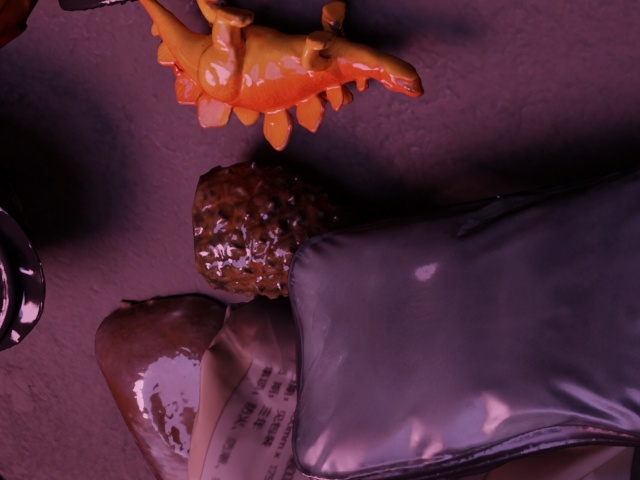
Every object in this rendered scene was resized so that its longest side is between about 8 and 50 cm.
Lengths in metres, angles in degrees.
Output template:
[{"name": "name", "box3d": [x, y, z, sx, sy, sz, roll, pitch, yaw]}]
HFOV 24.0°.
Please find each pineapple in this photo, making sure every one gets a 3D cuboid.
[{"name": "pineapple", "box3d": [0.000, 0.000, 1.149, 0.198, 0.108, 0.108, 10, 127, 9]}]

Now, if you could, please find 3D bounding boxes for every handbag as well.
[{"name": "handbag", "box3d": [0.119, 0.056, 0.994, 0.332, 0.191, 0.075, -14, 155, 29]}]

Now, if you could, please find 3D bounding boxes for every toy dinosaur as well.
[{"name": "toy dinosaur", "box3d": [-0.054, -0.127, 1.104, 0.288, 0.070, 0.117, 15, 129, 24]}]

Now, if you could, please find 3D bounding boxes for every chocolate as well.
[{"name": "chocolate", "box3d": [-0.105, 0.174, 1.333, 0.161, 0.083, 0.261, -15, 114, 33]}]

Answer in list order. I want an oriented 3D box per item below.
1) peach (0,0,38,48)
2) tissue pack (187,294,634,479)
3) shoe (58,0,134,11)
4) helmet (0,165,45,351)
[{"name": "peach", "box3d": [-0.322, -0.268, 0.985, 0.373, 0.290, 0.372, 11, 118, 21]}, {"name": "tissue pack", "box3d": [0.044, 0.232, 1.112, 0.390, 0.195, 0.375, 8, 87, 39]}, {"name": "shoe", "box3d": [-0.083, -0.258, 1.001, 0.293, 0.109, 0.149, -14, 112, 31]}, {"name": "helmet", "box3d": [-0.347, -0.012, 1.277, 0.279, 0.160, 0.230, -6, 121, 14]}]
